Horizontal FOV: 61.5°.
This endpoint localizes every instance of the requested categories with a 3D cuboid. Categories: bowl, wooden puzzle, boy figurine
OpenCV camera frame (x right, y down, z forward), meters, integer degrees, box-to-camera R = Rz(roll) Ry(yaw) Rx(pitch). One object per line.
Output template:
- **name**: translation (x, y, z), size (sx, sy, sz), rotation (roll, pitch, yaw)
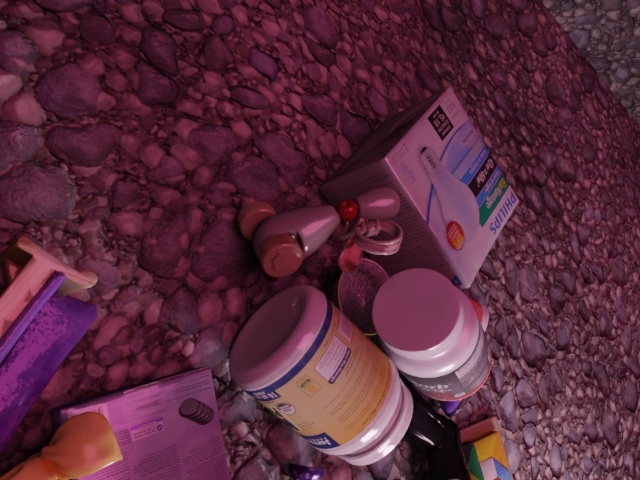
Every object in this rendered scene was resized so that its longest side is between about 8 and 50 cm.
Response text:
- **bowl**: translation (0.080, 0.130, 1.216), size (0.170, 0.080, 0.170), rotation (10, 73, -38)
- **wooden puzzle**: translation (0.426, 0.592, 1.398), size (0.239, 0.044, 0.220), rotation (-4, 76, -40)
- **boy figurine**: translation (-0.392, 0.345, 0.711), size (0.285, 0.177, 0.092), rotation (-39, 83, -16)

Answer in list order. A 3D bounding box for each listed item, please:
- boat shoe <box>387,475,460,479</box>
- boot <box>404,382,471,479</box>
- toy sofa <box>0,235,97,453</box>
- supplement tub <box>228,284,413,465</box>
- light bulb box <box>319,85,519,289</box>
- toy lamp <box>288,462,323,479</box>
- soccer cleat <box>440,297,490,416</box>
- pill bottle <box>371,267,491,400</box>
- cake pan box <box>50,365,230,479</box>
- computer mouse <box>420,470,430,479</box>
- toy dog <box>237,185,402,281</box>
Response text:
- **boat shoe**: translation (0.166, 0.537, 1.116), size (0.268, 0.096, 0.088), rotation (-3, 76, 4)
- **boot**: translation (0.238, 0.468, 1.219), size (0.207, 0.094, 0.246), rotation (41, 31, -22)
- **toy sofa**: translation (-0.448, 0.188, 0.728), size (0.177, 0.150, 0.362), rotation (41, 57, -24)
- **supplement tub**: translation (0.008, 0.261, 1.029), size (0.316, 0.228, 0.228), rotation (46, 55, -21)
- **light bulb box**: translation (0.255, -0.111, 1.322), size (0.361, 0.225, 0.358), rotation (53, 53, -16)
- **toy lamp**: translation (-0.050, 0.570, 1.009), size (0.080, 0.080, 0.274), rotation (28, 63, -31)
- **soccer cleat**: translation (0.347, 0.292, 1.394), size (0.117, 0.108, 0.318), rotation (27, 64, -9)
- **pill bottle**: translation (0.243, 0.207, 1.160), size (0.363, 0.210, 0.210), rotation (50, 48, -54)
- **cake pan box**: translation (-0.285, 0.358, 0.876), size (0.267, 0.070, 0.245), rotation (-10, 84, -40)
- **computer mouse**: translation (0.300, 0.647, 1.306), size (0.242, 0.041, 0.071), rotation (57, 32, -20)
- **toy dog**: translation (0.000, 0.000, 1.099), size (0.334, 0.160, 0.220), rotation (-2, 43, 0)
